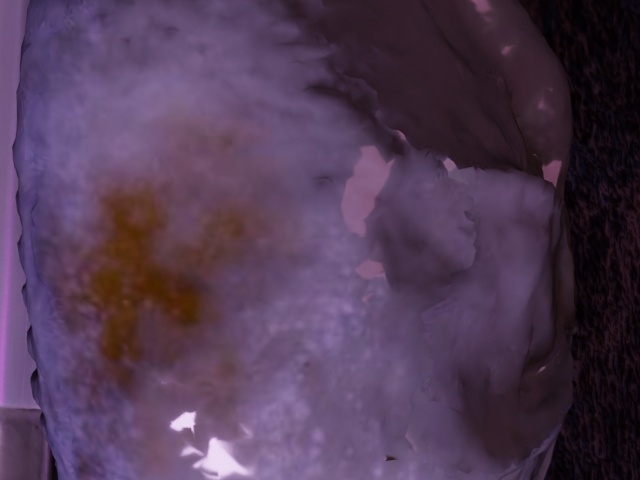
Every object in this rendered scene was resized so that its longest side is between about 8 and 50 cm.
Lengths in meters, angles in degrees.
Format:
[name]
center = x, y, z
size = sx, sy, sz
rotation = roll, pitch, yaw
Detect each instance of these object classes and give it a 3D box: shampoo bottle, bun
[shampoo bottle]
center = -0.139, -0.001, 0.717
size = 0.056, 0.086, 0.227
rotation = 6, 82, -29
[bun]
center = 0.000, 0.000, 0.689
size = 0.362, 0.211, 0.361
rotation = -3, 90, -80
